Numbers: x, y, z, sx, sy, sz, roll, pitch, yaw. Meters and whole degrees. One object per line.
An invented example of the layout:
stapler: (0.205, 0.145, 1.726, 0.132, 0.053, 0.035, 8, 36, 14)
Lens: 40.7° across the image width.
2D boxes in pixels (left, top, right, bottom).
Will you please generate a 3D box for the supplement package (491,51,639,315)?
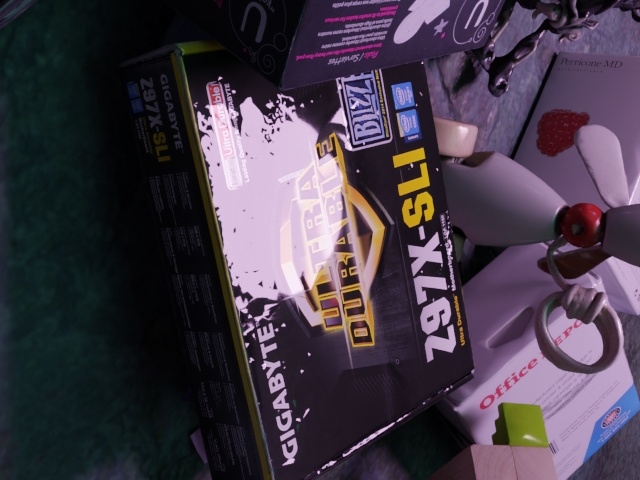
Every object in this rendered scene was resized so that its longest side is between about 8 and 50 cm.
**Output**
supplement package: (0.371, -0.081, 1.155, 0.175, 0.177, 0.293, 42, 68, -48)

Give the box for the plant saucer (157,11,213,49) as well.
plant saucer: (-0.038, -0.099, 0.757, 0.317, 0.043, 0.318, -18, 114, -47)

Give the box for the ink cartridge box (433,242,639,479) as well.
ink cartridge box: (0.258, 0.173, 1.083, 0.223, 0.129, 0.307, -40, 134, -7)

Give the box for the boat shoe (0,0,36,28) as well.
boat shoe: (-0.252, -0.127, 0.427, 0.340, 0.113, 0.127, -31, 124, -42)

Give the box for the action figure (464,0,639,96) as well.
action figure: (0.270, -0.278, 0.919, 0.164, 0.275, 0.141, 24, 46, -42)

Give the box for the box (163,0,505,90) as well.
box: (0.018, -0.217, 0.602, 0.247, 0.163, 0.142, -22, 144, -46)

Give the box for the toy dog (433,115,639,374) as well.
toy dog: (0.228, -0.032, 0.929, 0.220, 0.333, 0.161, -61, 164, 21)

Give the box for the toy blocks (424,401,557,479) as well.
toy blocks: (0.168, 0.401, 0.917, 0.190, 0.261, 0.382, 7, 55, -17)

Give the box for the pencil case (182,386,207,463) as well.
pencil case: (0.008, 0.113, 0.824, 0.284, 0.124, 0.124, -34, 126, -39)

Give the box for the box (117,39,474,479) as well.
box: (0.000, 0.000, 0.681, 0.257, 0.079, 0.322, -20, 103, -45)
